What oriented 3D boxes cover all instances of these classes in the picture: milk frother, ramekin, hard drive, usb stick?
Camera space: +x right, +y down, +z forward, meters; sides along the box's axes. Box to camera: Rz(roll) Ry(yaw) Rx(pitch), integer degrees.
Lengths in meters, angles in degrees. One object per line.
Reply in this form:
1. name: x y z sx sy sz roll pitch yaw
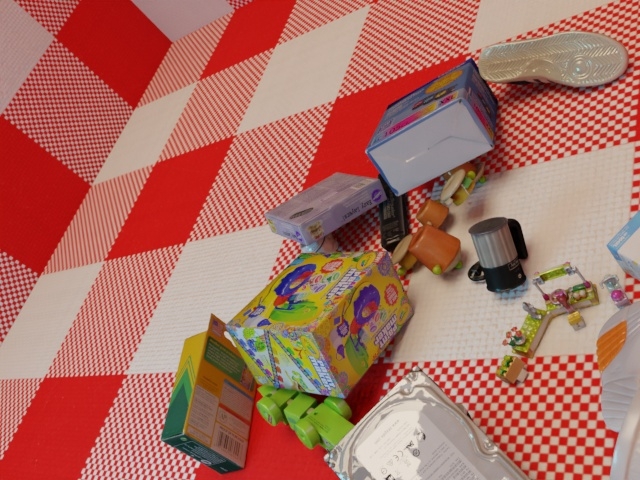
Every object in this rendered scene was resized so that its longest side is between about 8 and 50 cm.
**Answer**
1. milk frother: 0.348 0.024 1.494 0.143 0.135 0.129 -10 18 37
2. ramekin: 0.503 0.300 1.011 0.109 0.207 0.207 14 66 41
3. hard drive: 0.198 0.409 1.195 0.237 0.064 0.339 -43 64 -3
4. usb stick: 0.186 -0.087 1.852 0.077 0.045 0.278 -21 42 22

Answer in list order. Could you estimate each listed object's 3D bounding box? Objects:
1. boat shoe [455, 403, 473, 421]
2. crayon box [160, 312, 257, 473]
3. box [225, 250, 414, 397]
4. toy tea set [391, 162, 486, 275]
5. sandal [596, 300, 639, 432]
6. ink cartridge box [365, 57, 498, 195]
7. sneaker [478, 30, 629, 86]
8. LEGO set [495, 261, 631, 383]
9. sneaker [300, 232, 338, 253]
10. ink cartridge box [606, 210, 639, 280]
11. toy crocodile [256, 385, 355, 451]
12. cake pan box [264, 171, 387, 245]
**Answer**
1. boat shoe: 0.194 0.439 1.293 0.303 0.091 0.114 -54 10 -7
2. crayon box: -0.253 0.366 1.726 0.083 0.203 0.323 -23 41 30
3. box: 0.002 0.176 1.597 0.279 0.177 0.290 -3 32 44
4. toy tea set: 0.305 -0.048 1.666 0.336 0.124 0.200 -58 7 -10
5. sandal: 0.515 0.217 1.182 0.102 0.076 0.265 -42 16 45
6. ink cartridge box: 0.290 -0.300 1.797 0.269 0.151 0.395 -26 17 27
7. sneaker: 0.572 -0.443 1.745 0.349 0.131 0.148 10 18 31
8. LEGO set: 0.418 0.136 1.336 0.287 0.107 0.132 -37 36 13
9. sneaker: 0.000 0.000 1.928 0.094 0.091 0.258 -39 15 19
10. ink cartridge box: 0.600 0.031 1.263 0.090 0.092 0.143 -46 34 2
11. toy crocodile: -0.030 0.385 1.569 0.115 0.105 0.340 -38 34 -28
12. cake pan box: 0.012 -0.092 1.886 0.266 0.070 0.245 -32 23 -19
